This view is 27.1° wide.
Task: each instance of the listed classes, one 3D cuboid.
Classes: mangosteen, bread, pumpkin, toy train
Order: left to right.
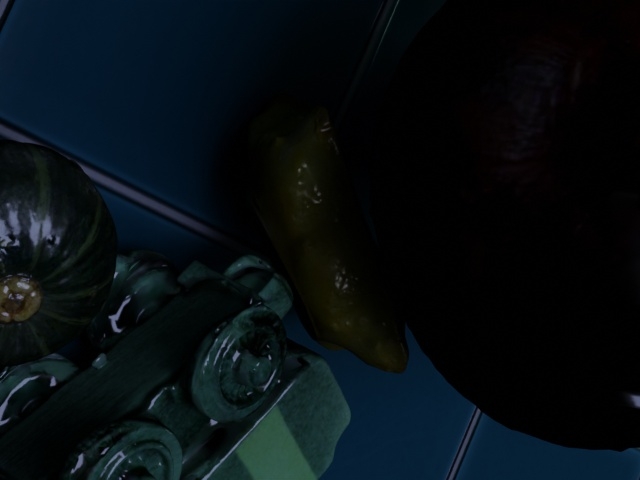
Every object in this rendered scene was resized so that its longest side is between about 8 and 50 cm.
[{"bbox_3d":[-0.221,0.010,0.921,0.167,0.125,0.167,-5,119,-9],"label":"pumpkin"},{"bbox_3d":[-0.123,0.152,1.033,0.299,0.167,0.238,-45,137,-22],"label":"toy train"},{"bbox_3d":[0.000,0.000,1.081,0.088,0.161,0.233,-24,104,-3],"label":"bread"},{"bbox_3d":[0.221,-0.011,1.000,0.381,0.381,0.421,-40,156,-26],"label":"mangosteen"}]
